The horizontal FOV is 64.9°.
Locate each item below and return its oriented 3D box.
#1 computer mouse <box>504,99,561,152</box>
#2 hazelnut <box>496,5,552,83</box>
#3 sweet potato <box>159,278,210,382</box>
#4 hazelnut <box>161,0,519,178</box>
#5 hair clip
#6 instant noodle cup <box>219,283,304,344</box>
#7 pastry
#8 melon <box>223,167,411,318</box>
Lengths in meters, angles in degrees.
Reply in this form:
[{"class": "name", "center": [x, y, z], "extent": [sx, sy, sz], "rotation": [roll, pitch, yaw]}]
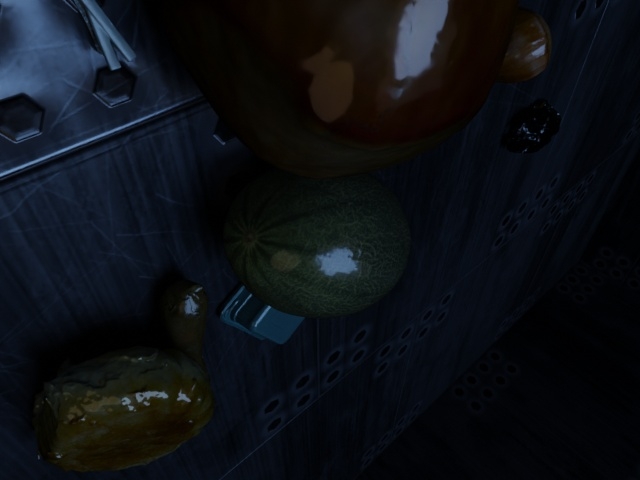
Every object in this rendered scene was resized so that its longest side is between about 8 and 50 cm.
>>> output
[{"class": "computer mouse", "center": [0.577, -0.294, 1.338], "extent": [0.242, 0.078, 0.146], "rotation": [-21, 135, -39]}, {"class": "hazelnut", "center": [0.358, -0.356, 0.946], "extent": [0.150, 0.150, 0.150], "rotation": [-32, 143, -28]}, {"class": "sweet potato", "center": [-0.214, 0.159, 0.800], "extent": [0.075, 0.075, 0.273], "rotation": [-27, 144, -34]}, {"class": "hazelnut", "center": [0.031, -0.231, 0.483], "extent": [0.366, 0.366, 0.365], "rotation": [-32, 143, -28]}, {"class": "hair clip", "center": [-0.217, -0.217, 0.462], "extent": [0.030, 0.039, 0.115], "rotation": [-45, 137, -26]}, {"class": "instant noodle cup", "center": [-0.083, 0.118, 0.926], "extent": [0.157, 0.070, 0.179], "rotation": [-51, 147, -4]}, {"class": "pastry", "center": [-0.276, 0.237, 0.724], "extent": [0.236, 0.120, 0.257], "rotation": [3, 136, -36]}, {"class": "melon", "center": [0.000, 0.000, 0.750], "extent": [0.302, 0.237, 0.237], "rotation": [3, 120, -50]}]
